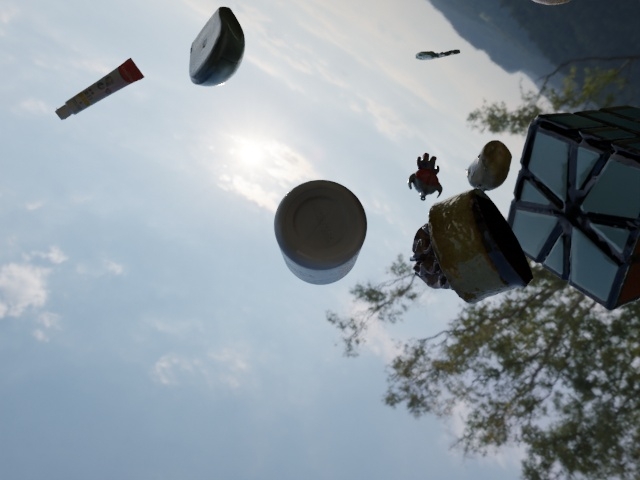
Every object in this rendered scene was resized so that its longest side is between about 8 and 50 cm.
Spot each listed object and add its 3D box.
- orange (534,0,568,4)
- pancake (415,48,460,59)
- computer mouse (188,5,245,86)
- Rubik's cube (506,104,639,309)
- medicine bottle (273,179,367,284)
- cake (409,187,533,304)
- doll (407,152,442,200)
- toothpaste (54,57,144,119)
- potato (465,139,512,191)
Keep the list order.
[{"bbox_3d":[0.717,-0.836,1.550,0.261,0.261,0.261,28,-150,-18],"label":"orange"},{"bbox_3d":[0.349,-0.559,1.579,0.130,0.022,0.116,-11,-166,-26],"label":"pancake"},{"bbox_3d":[-0.305,-0.570,1.569,0.122,0.188,0.370,31,-150,-36],"label":"computer mouse"},{"bbox_3d":[0.571,-0.080,1.002,0.284,0.293,0.288,-8,-147,-23],"label":"Rubik's cube"},{"bbox_3d":[0.000,0.000,0.993,0.157,0.157,0.288,42,171,8],"label":"medicine bottle"},{"bbox_3d":[0.240,0.026,0.911,0.185,0.178,0.207,31,-145,-43],"label":"cake"},{"bbox_3d":[0.324,-0.194,1.610,0.104,0.062,0.194,33,-130,-21],"label":"doll"},{"bbox_3d":[-0.457,-0.308,1.080,0.048,0.190,0.031,55,167,-13],"label":"toothpaste"},{"bbox_3d":[0.552,-0.236,1.696,0.137,0.175,0.137,6,-124,-8],"label":"potato"}]
